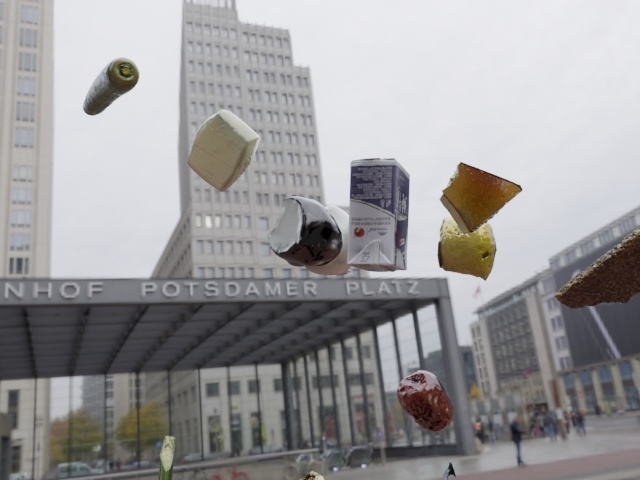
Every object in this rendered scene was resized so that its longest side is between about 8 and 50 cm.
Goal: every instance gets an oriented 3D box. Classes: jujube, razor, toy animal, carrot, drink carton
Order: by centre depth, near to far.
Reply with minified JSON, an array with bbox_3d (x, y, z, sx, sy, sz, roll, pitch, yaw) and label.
[{"bbox_3d":[0.123,-0.048,1.296,0.102,0.222,0.134,1,-7,19],"label":"drink carton"},{"bbox_3d":[-0.508,-0.354,1.471,0.074,0.074,0.358,5,-6,-32],"label":"carrot"},{"bbox_3d":[0.373,0.759,1.857,0.033,0.190,0.066,-7,-59,25],"label":"razor"},{"bbox_3d":[0.359,0.543,2.083,0.155,0.155,0.230,-20,-63,39],"label":"jujube"},{"bbox_3d":[0.000,0.000,2.099,0.310,0.251,0.251,18,-28,-36],"label":"toy animal"}]

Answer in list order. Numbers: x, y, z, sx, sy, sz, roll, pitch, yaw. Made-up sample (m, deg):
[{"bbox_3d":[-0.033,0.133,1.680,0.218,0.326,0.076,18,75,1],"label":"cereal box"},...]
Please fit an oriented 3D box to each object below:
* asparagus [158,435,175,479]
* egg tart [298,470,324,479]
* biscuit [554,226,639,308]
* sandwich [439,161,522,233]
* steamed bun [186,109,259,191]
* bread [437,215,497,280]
[{"bbox_3d":[-0.435,0.642,1.750,0.041,0.178,0.045,-15,-28,30],"label":"asparagus"},{"bbox_3d":[-0.114,0.677,1.408,0.132,0.345,0.345,29,-24,-6],"label":"egg tart"},{"bbox_3d":[0.606,0.076,1.261,0.131,0.026,0.237,29,-56,-17],"label":"biscuit"},{"bbox_3d":[0.398,-0.134,1.581,0.193,0.162,0.058,-37,5,-16],"label":"sandwich"},{"bbox_3d":[-0.324,-0.308,2.097,0.250,0.200,0.155,-53,-3,25],"label":"steamed bun"},{"bbox_3d":[0.437,0.020,1.848,0.170,0.197,0.197,2,-15,13],"label":"bread"}]
